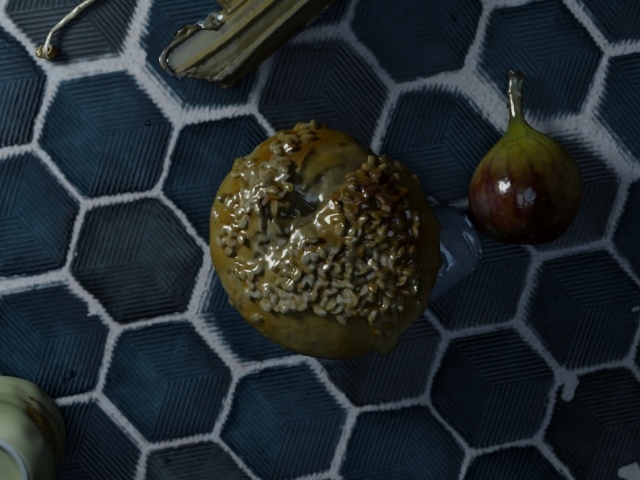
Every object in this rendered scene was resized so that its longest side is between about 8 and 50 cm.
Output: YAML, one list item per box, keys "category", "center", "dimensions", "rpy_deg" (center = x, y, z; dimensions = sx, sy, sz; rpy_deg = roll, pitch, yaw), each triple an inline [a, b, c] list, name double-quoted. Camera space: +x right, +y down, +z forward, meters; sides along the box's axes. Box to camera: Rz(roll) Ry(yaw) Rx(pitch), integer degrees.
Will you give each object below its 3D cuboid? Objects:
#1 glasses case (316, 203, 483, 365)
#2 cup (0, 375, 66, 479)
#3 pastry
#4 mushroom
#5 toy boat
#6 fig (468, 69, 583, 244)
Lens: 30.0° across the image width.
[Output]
- category: "glasses case"
  center: [0.091, 0.060, 1.608]
  dimensions: [0.282, 0.067, 0.109]
  rpy_deg: [-35, 93, 3]
- category: "cup"
  center: [-0.431, 0.319, 1.540]
  dimensions: [0.173, 0.202, 0.255]
  rpy_deg: [12, 98, -6]
- category: "pastry"
  center: [0.000, 0.000, 1.500]
  dimensions: [0.315, 0.184, 0.284]
  rpy_deg: [43, 93, 12]
- category: "mushroom"
  center: [-0.261, -0.333, 1.553]
  dimensions: [0.286, 0.026, 0.028]
  rpy_deg: [-41, 115, 1]
- category: "toy boat"
  center: [-0.035, -0.364, 1.517]
  dimensions: [0.445, 0.136, 0.162]
  rpy_deg: [-41, 103, -2]
- category: "fig"
  center: [0.283, -0.103, 1.570]
  dimensions: [0.143, 0.160, 0.231]
  rpy_deg: [16, 80, 32]
